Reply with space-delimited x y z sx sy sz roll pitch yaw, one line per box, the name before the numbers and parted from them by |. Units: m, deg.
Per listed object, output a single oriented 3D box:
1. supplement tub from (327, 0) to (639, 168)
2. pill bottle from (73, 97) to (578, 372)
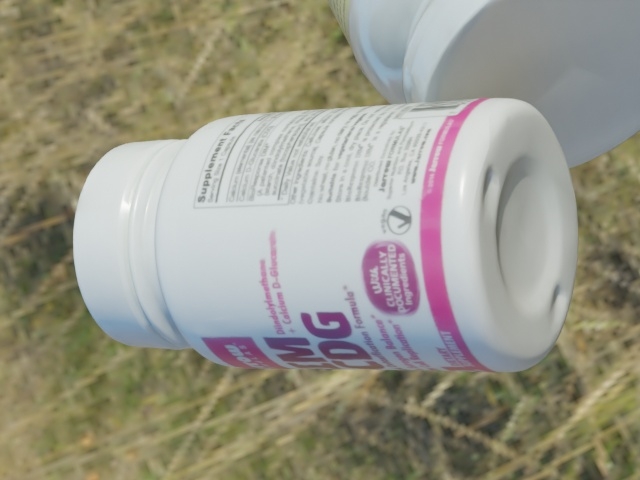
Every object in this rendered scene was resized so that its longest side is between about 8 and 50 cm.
supplement tub | 0.104 -0.224 1.261 0.235 0.235 0.325 112 145 -42
pill bottle | 0.000 0.000 1.138 0.283 0.160 0.160 -2 106 31
